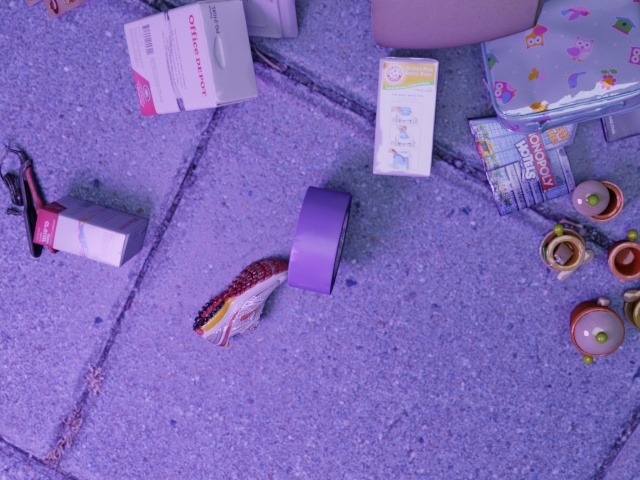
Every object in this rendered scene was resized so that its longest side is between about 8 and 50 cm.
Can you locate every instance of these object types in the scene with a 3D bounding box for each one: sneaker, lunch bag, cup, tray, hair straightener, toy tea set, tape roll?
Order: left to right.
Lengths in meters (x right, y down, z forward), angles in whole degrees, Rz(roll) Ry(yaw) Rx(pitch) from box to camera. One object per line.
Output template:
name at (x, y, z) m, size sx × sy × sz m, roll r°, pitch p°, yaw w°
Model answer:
hair straightener at (-0.592, -0.074, 1.679) m, size 0.089 × 0.047 × 0.230 m, roll -15°, pitch 100°, yaw 10°
sneaker at (-0.141, 0.121, 1.659) m, size 0.225 × 0.088 × 0.093 m, roll -40°, pitch 115°, yaw 14°
tray at (-0.118, -0.422, 1.444) m, size 0.145 × 0.270 × 0.030 m, roll 6°, pitch 69°, yaw 5°
tape roll at (0.000, 0.000, 1.549) m, size 0.080 × 0.189 × 0.189 m, roll 13°, pitch 104°, yaw 5°
cup at (0.242, -0.441, 1.330) m, size 0.237 × 0.331 × 0.331 m, roll 17°, pitch 104°, yaw 13°
lunch bag at (0.411, -0.299, 1.437) m, size 0.279 × 0.108 × 0.224 m, roll -11°, pitch 80°, yaw 16°
toy tea set at (0.510, 0.058, 1.532) m, size 0.200 × 0.124 × 0.336 m, roll -24°, pitch 99°, yaw 12°

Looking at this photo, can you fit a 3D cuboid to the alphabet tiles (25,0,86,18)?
alphabet tiles at (-0.497, -0.539, 1.554) m, size 0.198 × 0.009 × 0.237 m, roll -16°, pitch 101°, yaw 28°

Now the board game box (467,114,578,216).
board game box at (0.388, -0.160, 1.532) m, size 0.194 × 0.060 × 0.194 m, roll -19°, pitch 99°, yaw 12°

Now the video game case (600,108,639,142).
video game case at (0.618, -0.301, 1.490) m, size 0.274 × 0.026 × 0.196 m, roll -14°, pitch 101°, yaw 11°

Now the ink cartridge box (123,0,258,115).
ink cartridge box at (-0.229, -0.317, 1.490) m, size 0.237 × 0.100 × 0.172 m, roll 3°, pitch 107°, yaw 47°

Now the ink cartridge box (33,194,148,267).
ink cartridge box at (-0.437, -0.018, 1.631) m, size 0.175 × 0.127 × 0.072 m, roll 17°, pitch 105°, yaw 3°

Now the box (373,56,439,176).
box at (0.154, -0.223, 1.518) m, size 0.103 × 0.114 × 0.203 m, roll 4°, pitch 103°, yaw 8°
